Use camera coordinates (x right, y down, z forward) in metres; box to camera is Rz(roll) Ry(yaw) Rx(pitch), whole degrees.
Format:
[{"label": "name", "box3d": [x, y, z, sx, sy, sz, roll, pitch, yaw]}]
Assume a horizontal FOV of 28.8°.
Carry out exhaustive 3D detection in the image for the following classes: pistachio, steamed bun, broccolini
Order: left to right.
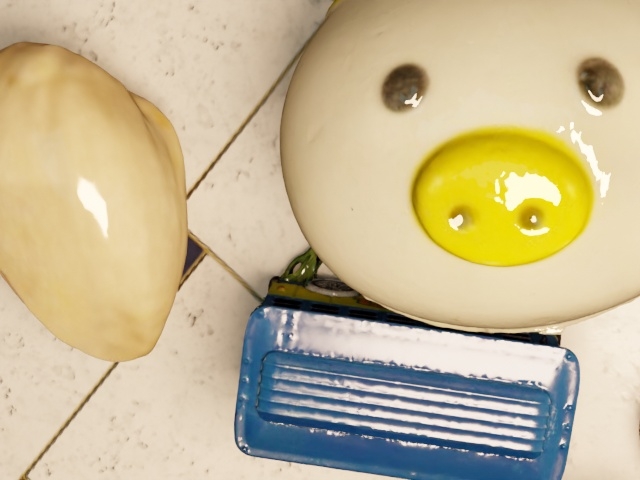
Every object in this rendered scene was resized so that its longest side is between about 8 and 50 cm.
[{"label": "pistachio", "box3d": [-0.230, -0.037, 1.192, 0.214, 0.193, 0.318, -18, 93, -19]}, {"label": "broccolini", "box3d": [0.000, 0.000, 1.224, 0.239, 0.051, 0.054, -61, 36, 10]}, {"label": "steamed bun", "box3d": [0.152, -0.087, 1.039, 0.374, 0.334, 0.334, -1, 95, 9]}]

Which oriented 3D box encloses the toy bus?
[{"label": "toy bus", "box3d": [0.077, 0.127, 1.134, 0.288, 0.175, 0.138, 8, 100, 3]}]
